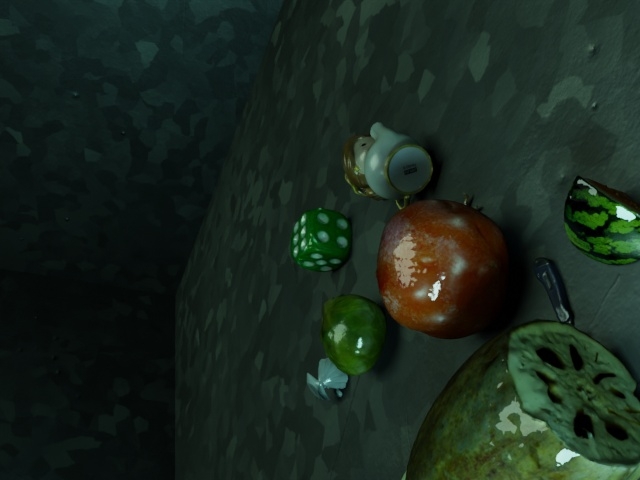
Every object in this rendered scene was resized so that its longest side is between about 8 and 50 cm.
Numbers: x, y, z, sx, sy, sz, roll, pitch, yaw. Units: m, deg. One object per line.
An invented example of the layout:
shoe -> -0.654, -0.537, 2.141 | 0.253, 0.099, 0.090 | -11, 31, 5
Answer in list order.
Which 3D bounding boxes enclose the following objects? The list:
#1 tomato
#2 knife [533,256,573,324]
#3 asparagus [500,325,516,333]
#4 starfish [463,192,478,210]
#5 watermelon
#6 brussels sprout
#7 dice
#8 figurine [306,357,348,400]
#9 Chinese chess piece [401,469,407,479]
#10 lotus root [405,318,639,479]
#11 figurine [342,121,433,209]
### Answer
tomato -> 0.199, 0.041, 1.085 | 0.189, 0.232, 0.231 | -9, 69, 41
knife -> 0.336, 0.074, 0.980 | 0.031, 0.018, 0.121 | -49, 36, 40
asparagus -> 0.313, 0.139, 0.980 | 0.165, 0.036, 0.030 | 169, 96, -66
starfish -> 0.257, -0.041, 1.227 | 0.078, 0.028, 0.091 | -10, 67, 61
watermelon -> 0.372, -0.028, 0.890 | 0.094, 0.125, 0.135 | -56, -11, -28
brussels sprout -> 0.070, 0.191, 1.439 | 0.161, 0.144, 0.180 | 73, 173, -50
dice -> 0.000, 0.000, 1.733 | 0.131, 0.120, 0.128 | 138, 140, -55
figurine -> 0.020, 0.324, 1.587 | 0.094, 0.086, 0.082 | 49, 157, 12
Chinese chess piece -> 0.187, 0.443, 1.083 | 0.188, 0.083, 0.188 | -169, 90, -72
lotus root -> 0.234, 0.278, 0.847 | 0.250, 0.251, 0.346 | -106, 30, -50
figurine -> 0.134, -0.159, 1.454 | 0.263, 0.142, 0.189 | -154, 53, -69
